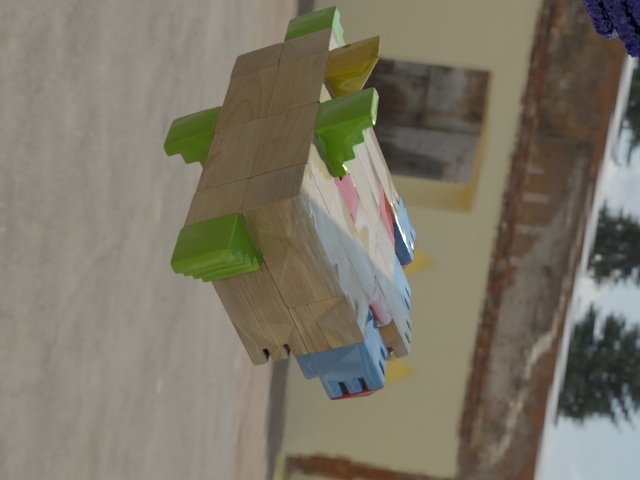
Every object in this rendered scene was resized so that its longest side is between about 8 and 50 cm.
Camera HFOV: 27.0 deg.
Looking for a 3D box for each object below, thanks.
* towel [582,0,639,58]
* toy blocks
[{"bbox_3d":[0.264,-0.326,1.069,0.227,0.076,0.308,47,59,-39],"label":"towel"},{"bbox_3d":[0.000,0.000,1.162,0.381,0.191,0.260,-80,152,-56],"label":"toy blocks"}]
